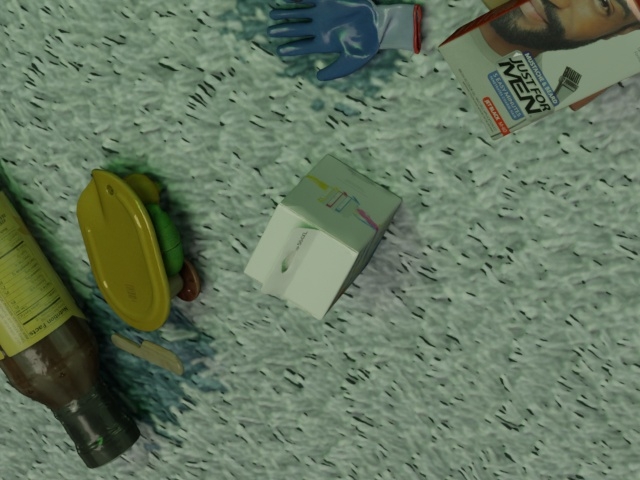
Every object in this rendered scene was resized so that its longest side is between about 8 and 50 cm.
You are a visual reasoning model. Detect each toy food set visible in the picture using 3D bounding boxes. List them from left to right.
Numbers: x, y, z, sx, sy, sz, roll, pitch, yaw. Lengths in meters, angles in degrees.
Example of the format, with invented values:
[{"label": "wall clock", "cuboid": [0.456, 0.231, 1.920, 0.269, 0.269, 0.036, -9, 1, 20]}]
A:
[{"label": "toy food set", "cuboid": [-0.178, 0.018, 1.739, 0.128, 0.071, 0.218, 10, 120, 46]}]

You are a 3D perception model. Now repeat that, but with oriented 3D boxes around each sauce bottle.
[{"label": "sauce bottle", "cuboid": [-0.314, 0.088, 1.801, 0.111, 0.111, 0.344, -23, 105, 31]}]

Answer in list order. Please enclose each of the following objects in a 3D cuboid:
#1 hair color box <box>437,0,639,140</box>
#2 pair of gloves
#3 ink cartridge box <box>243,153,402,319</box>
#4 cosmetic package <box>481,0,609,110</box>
[{"label": "hair color box", "cuboid": [0.189, -0.157, 1.336, 0.167, 0.053, 0.093, -26, 102, 32]}, {"label": "pair of gloves", "cuboid": [0.019, -0.241, 1.541, 0.159, 0.023, 0.198, 5, 116, 24]}, {"label": "ink cartridge box", "cuboid": [0.000, 0.000, 1.597, 0.090, 0.143, 0.092, 31, 124, 6]}, {"label": "cosmetic package", "cuboid": [0.185, -0.276, 1.385, 0.296, 0.129, 0.153, 48, 125, -5]}]
